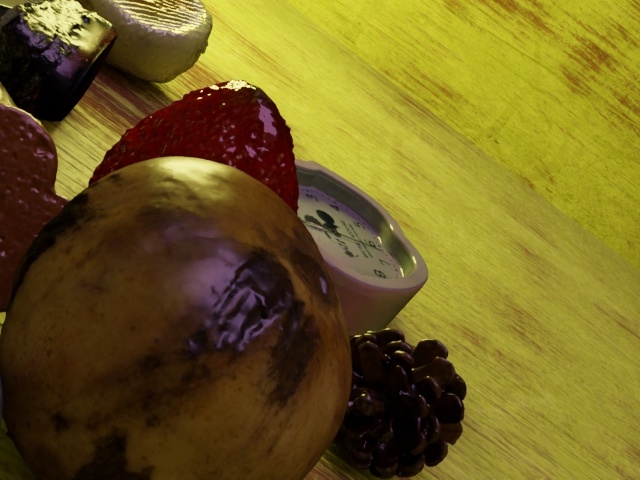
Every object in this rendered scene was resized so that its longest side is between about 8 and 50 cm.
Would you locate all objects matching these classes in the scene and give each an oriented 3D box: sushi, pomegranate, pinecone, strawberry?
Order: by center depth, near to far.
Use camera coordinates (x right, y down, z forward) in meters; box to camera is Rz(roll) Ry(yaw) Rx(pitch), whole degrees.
[{"bbox_3d":[-0.117,0.089,0.791,0.322,0.322,0.322,32,22,-15],"label":"pomegranate"},{"bbox_3d":[-0.132,-0.060,1.077,0.257,0.277,0.257,29,23,-13],"label":"strawberry"},{"bbox_3d":[0.084,0.188,1.090,0.179,0.150,0.195,53,28,20],"label":"pinecone"},{"bbox_3d":[-0.372,-0.251,1.270,0.126,0.136,0.225,31,29,-11],"label":"sushi"}]

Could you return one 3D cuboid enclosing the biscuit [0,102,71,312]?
[{"bbox_3d":[-0.352,-0.060,0.855,0.334,0.202,0.047,44,-21,-16],"label":"biscuit"}]

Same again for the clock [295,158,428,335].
[{"bbox_3d":[0.000,0.000,1.401,0.338,0.102,0.339,31,23,-15],"label":"clock"}]

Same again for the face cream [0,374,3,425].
[{"bbox_3d":[-0.382,0.085,0.594,0.336,0.080,0.163,16,2,-25],"label":"face cream"}]

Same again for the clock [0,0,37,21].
[{"bbox_3d":[-0.565,-0.423,1.381,0.386,0.076,0.386,33,22,-15],"label":"clock"}]

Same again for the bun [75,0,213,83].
[{"bbox_3d":[-0.305,-0.368,1.592,0.243,0.153,0.244,20,46,-22],"label":"bun"}]

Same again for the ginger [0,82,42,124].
[{"bbox_3d":[-0.417,-0.146,0.991,0.189,0.126,0.354,-23,62,-36],"label":"ginger"}]
